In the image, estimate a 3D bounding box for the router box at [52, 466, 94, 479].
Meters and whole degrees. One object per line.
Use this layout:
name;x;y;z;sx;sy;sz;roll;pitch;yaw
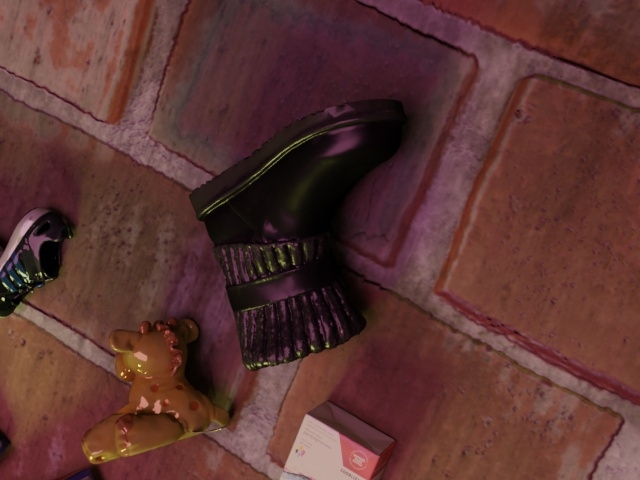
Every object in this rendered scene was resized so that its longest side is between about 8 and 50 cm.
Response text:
router box;-0.425;0.565;1.468;0.301;0.082;0.336;-26;86;31

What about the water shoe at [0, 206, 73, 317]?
water shoe;-0.449;0.048;1.419;0.080;0.073;0.203;34;111;15

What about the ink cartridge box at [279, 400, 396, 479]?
ink cartridge box;0.008;0.332;1.241;0.115;0.067;0.198;27;109;20

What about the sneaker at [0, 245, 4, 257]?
sneaker;-0.574;0.091;1.486;0.092;0.087;0.229;40;106;23

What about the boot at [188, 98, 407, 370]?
boot;0.002;0.000;1.155;0.348;0.131;0.260;-28;78;37

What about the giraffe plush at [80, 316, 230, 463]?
giraffe plush;-0.235;0.201;1.296;0.210;0.181;0.171;-18;82;19

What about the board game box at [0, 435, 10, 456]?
board game box;-0.654;0.372;1.551;0.165;0.042;0.243;39;115;-10
